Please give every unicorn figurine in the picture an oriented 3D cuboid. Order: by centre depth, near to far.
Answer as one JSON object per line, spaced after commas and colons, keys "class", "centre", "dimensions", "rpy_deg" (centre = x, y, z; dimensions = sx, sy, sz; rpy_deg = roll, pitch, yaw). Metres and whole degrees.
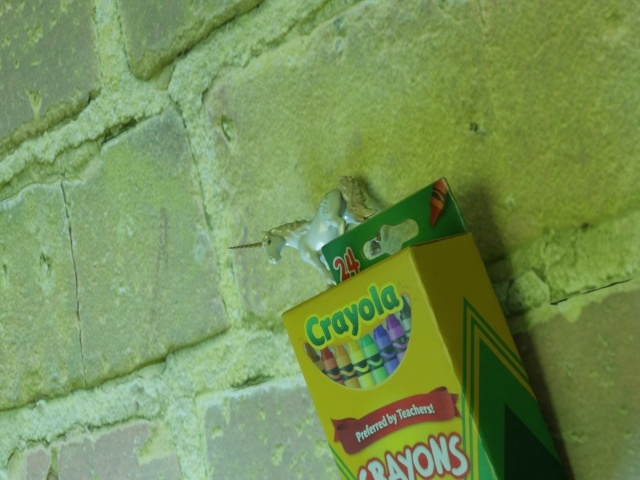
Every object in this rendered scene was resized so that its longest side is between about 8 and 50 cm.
{"class": "unicorn figurine", "centre": [0.000, 0.000, 1.568], "dimensions": [0.162, 0.060, 0.111], "rpy_deg": [-47, 55, 25]}

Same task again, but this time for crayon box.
{"class": "crayon box", "centre": [0.082, 0.128, 1.407], "dimensions": [0.202, 0.081, 0.318], "rpy_deg": [-31, 76, 50]}
